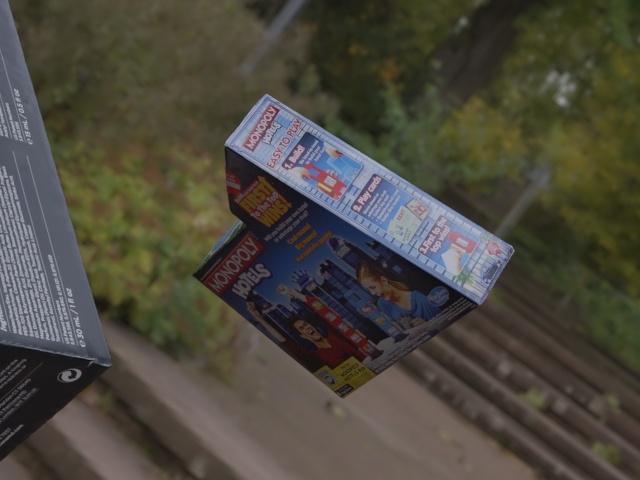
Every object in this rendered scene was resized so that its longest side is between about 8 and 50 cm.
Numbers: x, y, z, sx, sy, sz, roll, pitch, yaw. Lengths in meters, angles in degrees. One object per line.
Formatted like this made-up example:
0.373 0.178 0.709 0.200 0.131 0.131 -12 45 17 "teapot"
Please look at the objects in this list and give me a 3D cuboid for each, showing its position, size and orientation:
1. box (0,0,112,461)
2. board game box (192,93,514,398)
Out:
-0.230 -0.035 0.885 0.184 0.103 0.261 19 41 -46 "box"
0.000 0.000 1.239 0.194 0.060 0.194 41 -37 -7 "board game box"
